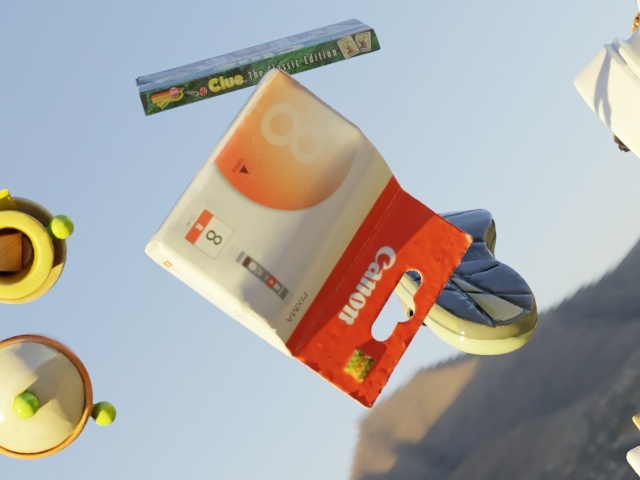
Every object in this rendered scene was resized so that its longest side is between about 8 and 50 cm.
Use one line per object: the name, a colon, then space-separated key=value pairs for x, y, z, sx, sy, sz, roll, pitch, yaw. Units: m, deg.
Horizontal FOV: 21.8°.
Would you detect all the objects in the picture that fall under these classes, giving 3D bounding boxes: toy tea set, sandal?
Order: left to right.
toy tea set: x=-0.327 y=0.101 z=1.263 sx=0.336 sy=0.200 sz=0.124 roll=-21 pitch=8 yaw=-3
sandal: x=0.112 y=0.044 z=1.477 sx=0.303 sy=0.120 sz=0.086 roll=-106 pitch=9 yaw=-67

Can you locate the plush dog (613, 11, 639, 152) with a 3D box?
plush dog: x=0.449 y=-0.177 z=2.010 sx=0.210 sy=0.262 sz=0.225 roll=-30 pitch=8 yaw=12

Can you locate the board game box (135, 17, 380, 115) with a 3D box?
board game box: x=-0.072 y=-0.191 z=1.808 sx=0.259 sy=0.030 sz=0.136 roll=-16 pitch=17 yaw=-5

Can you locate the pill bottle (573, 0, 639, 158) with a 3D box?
pill bottle: x=0.339 y=-0.183 z=1.189 sx=0.318 sy=0.176 sz=0.176 roll=-46 pitch=-11 yaw=16

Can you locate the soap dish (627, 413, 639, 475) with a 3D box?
soap dish: x=0.414 y=0.278 z=1.457 sx=0.118 sy=0.291 sz=0.229 roll=-40 pitch=-56 yaw=2

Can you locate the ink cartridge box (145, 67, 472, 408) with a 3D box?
ink cartridge box: x=0.000 y=0.000 z=1.061 sx=0.145 sy=0.179 sz=0.045 roll=-57 pitch=7 yaw=-19
